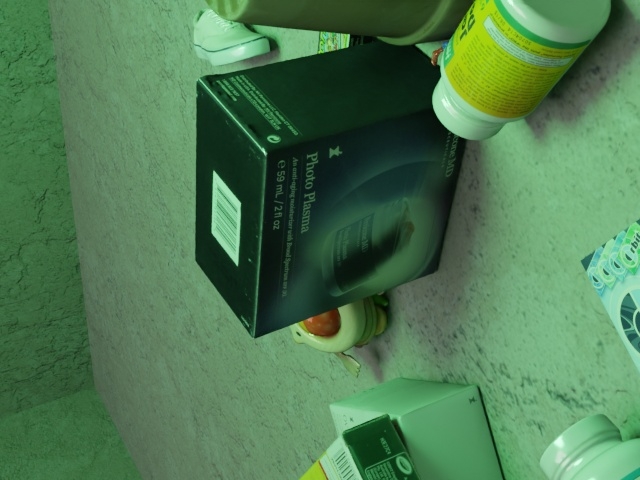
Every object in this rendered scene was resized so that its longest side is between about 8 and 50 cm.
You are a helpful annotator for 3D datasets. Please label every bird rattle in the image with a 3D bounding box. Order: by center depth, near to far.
[{"bbox_3d":[0.002,0.077,1.484,0.254,0.143,0.207,-4,116,35],"label":"bird rattle"}]

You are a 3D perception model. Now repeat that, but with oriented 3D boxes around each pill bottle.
[{"bbox_3d":[0.337,0.303,0.967,0.264,0.146,0.146,54,149,37],"label":"pill bottle"},{"bbox_3d":[0.194,-0.194,0.986,0.117,0.118,0.208,64,154,18],"label":"pill bottle"}]

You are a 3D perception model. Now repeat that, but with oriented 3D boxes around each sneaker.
[{"bbox_3d":[-0.167,-0.355,1.650,0.258,0.094,0.091,25,132,59],"label":"sneaker"}]

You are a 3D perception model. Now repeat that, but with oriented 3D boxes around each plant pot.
[{"bbox_3d":[0.005,-0.361,1.081,0.323,0.280,0.323,45,144,46],"label":"plant pot"}]

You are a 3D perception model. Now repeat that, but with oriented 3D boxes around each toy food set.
[{"bbox_3d":[0.054,0.108,1.528,0.132,0.038,0.192,42,133,33],"label":"toy food set"}]

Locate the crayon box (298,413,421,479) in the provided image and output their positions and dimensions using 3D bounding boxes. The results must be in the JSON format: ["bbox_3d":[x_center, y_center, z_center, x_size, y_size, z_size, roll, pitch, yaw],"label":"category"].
[{"bbox_3d":[0.057,0.392,1.347,0.202,0.081,0.318,63,152,19],"label":"crayon box"}]

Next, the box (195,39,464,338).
[{"bbox_3d":[0.009,-0.072,1.230,0.183,0.294,0.296,48,145,38],"label":"box"}]

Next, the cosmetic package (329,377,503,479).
[{"bbox_3d":[0.143,0.329,1.392,0.225,0.138,0.224,-12,94,64],"label":"cosmetic package"}]

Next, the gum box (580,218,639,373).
[{"bbox_3d":[0.347,0.065,0.923,0.184,0.041,0.157,65,154,15],"label":"gum box"}]

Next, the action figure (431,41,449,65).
[{"bbox_3d":[0.169,-0.228,1.112,0.115,0.038,0.030,146,127,-65],"label":"action figure"}]

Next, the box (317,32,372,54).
[{"bbox_3d":[0.031,-0.253,1.355,0.114,0.036,0.207,-117,25,-45],"label":"box"}]
